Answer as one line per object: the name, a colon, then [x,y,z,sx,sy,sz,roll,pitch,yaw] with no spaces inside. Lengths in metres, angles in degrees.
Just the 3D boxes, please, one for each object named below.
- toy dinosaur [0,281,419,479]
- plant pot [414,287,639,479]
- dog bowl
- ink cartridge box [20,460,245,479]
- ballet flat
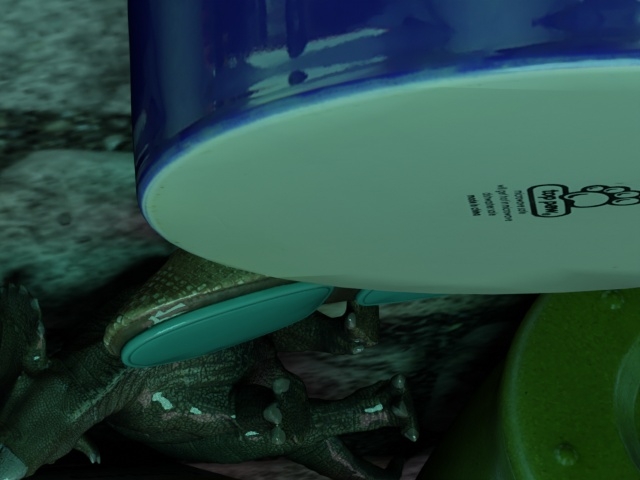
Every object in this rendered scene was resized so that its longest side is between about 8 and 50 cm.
toy dinosaur: [-0.053,0.063,0.913,0.160,0.121,0.313,-5,173,27]
plant pot: [0.194,0.184,1.028,0.366,0.366,0.353,-8,145,-9]
dog bowl: [0.073,-0.060,0.590,0.265,0.104,0.265,-1,167,0]
ink cartridge box: [-0.116,0.187,0.997,0.201,0.117,0.278,0,179,-25]
ballet flat: [0.000,0.000,0.800,0.206,0.067,0.073,-11,163,-25]
